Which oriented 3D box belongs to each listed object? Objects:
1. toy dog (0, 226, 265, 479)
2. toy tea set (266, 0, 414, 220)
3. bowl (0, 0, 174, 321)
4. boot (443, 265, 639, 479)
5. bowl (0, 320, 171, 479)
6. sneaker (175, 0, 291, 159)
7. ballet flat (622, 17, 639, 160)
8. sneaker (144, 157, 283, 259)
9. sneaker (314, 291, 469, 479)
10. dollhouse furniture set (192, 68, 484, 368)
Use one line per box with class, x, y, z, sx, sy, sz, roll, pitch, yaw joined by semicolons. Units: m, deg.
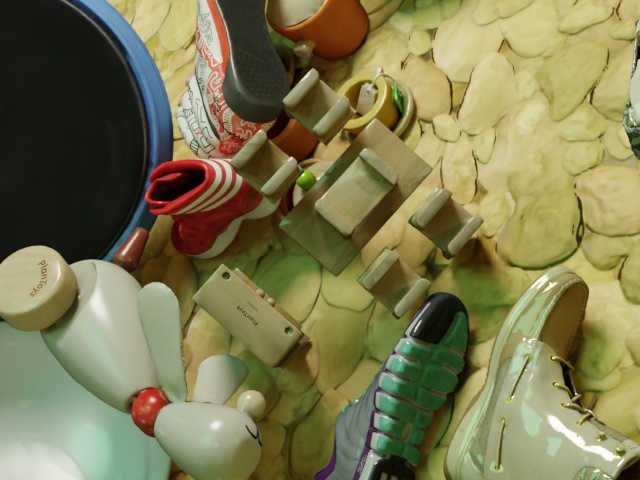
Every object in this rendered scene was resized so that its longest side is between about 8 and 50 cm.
toy dog;-0.155;0.095;1.323;0.334;0.220;0.161;36;79;17
toy tea set;-0.021;-0.164;1.474;0.200;0.124;0.336;-38;47;16
bowl;-0.351;-0.104;1.451;0.391;0.391;0.077;-53;6;2
boot;0.211;0.139;1.145;0.165;0.077;0.213;24;87;45
bowl;-0.306;0.239;1.425;0.134;0.298;0.297;107;158;-51
sneaker;-0.110;-0.212;1.480;0.145;0.090;0.270;-46;47;47
ballet flat;0.308;-0.162;1.248;0.070;0.070;0.188;-9;60;35
sneaker;-0.140;-0.043;1.455;0.221;0.128;0.087;-37;54;52
sneaker;0.056;0.145;1.267;0.098;0.083;0.223;12;74;48
dollhouse furniture set;0.000;0.000;1.328;0.212;0.161;0.242;42;87;4
